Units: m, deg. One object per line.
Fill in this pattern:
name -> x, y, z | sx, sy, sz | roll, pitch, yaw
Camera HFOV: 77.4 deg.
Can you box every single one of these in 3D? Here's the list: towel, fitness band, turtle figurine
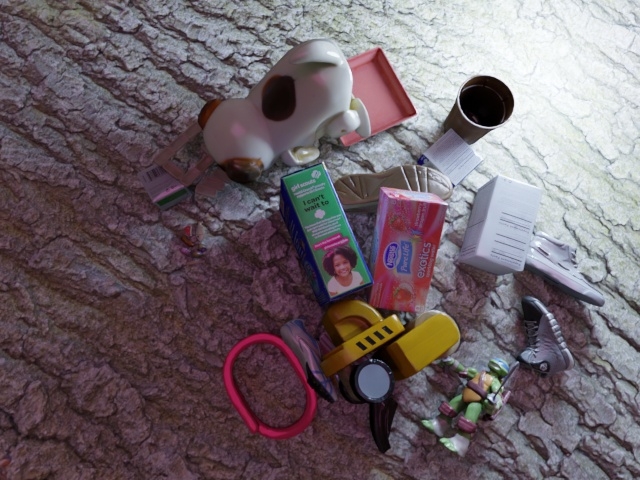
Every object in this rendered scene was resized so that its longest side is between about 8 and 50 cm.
towel -> 0.093, 0.268, 1.107 | 0.144, 0.029, 0.197 | 42, 78, 11
fitness band -> -0.135, 0.390, 1.077 | 0.209, 0.054, 0.290 | -32, 84, -11
turtle figurine -> 0.362, 0.387, 1.030 | 0.198, 0.275, 0.266 | 31, 83, 37

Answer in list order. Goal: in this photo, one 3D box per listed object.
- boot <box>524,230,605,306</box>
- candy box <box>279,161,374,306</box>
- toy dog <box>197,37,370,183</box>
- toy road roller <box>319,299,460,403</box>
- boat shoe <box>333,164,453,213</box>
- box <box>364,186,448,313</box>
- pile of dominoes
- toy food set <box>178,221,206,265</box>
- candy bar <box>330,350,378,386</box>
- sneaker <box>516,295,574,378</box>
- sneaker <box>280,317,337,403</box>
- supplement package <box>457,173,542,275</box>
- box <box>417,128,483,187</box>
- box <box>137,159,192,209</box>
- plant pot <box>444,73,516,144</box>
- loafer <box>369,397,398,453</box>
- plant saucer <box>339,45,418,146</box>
boot -> 0.716, 0.077, 1.149 | 0.258, 0.095, 0.123 | 32, 87, 4
candy box -> 0.000, 0.000, 1.041 | 0.122, 0.268, 0.317 | -22, 82, -10
toy dog -> -0.102, -0.309, 1.041 | 0.408, 0.395, 0.284 | -29, 96, 6
toy road roller -> 0.147, 0.240, 0.996 | 0.330, 0.202, 0.240 | -26, 74, -17
boat shoe -> 0.203, -0.139, 1.158 | 0.341, 0.110, 0.121 | -1, 72, 0
box -> 0.214, 0.023, 1.054 | 0.154, 0.142, 0.299 | 8, 107, -1
pile of dominoes -> -0.317, -0.242, 1.155 | 0.196, 0.040, 0.251 | 41, 67, -7
toy food set -> -0.369, 0.007, 1.147 | 0.078, 0.019, 0.122 | -10, 80, -5
candy bar -> 0.095, 0.343, 1.111 | 0.161, 0.018, 0.040 | -36, 83, -9
sneaker -> 0.596, 0.279, 1.115 | 0.132, 0.086, 0.228 | -27, 83, -5
sneaker -> -0.016, 0.311, 1.045 | 0.086, 0.085, 0.237 | -27, 81, -27
supplement package -> 0.508, -0.038, 1.140 | 0.134, 0.139, 0.244 | 19, 81, 2
box -> 0.388, -0.240, 1.204 | 0.126, 0.072, 0.137 | -42, 84, -9
box -> -0.441, -0.159, 1.140 | 0.101, 0.087, 0.102 | -30, 83, -8
plant pot -> 0.455, -0.370, 1.184 | 0.167, 0.165, 0.166 | 1, 79, -3
loafer -> 0.171, 0.447, 1.063 | 0.078, 0.080, 0.219 | -3, 80, -3
plant saucer -> 0.128, -0.440, 1.241 | 0.259, 0.048, 0.259 | -25, 83, -7
